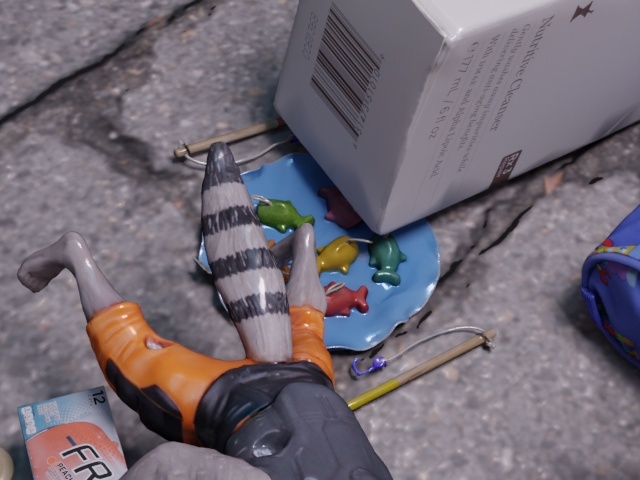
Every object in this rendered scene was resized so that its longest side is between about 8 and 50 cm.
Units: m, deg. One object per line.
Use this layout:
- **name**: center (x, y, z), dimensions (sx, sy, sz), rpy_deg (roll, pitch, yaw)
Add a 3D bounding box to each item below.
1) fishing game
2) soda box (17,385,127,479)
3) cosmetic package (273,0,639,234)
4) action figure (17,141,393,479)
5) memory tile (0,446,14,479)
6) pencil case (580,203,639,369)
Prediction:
- **fishing game**: center (0.000, 0.000, 0.886), dimensions (0.189, 0.041, 0.264), rpy_deg (-19, 60, -22)
- **soda box**: center (-0.138, 0.185, 0.724), dimensions (0.058, 0.063, 0.183), rpy_deg (-13, 58, -16)
- **cosmetic package**: center (0.173, -0.179, 0.906), dimensions (0.385, 0.217, 0.156), rpy_deg (-23, 62, -26)
- **action figure**: center (-0.067, 0.111, 0.657), dimensions (0.341, 0.178, 0.330), rpy_deg (8, 41, -40)
- **memory tile**: center (-0.283, 0.149, 0.760), dimensions (0.148, 0.012, 0.113), rpy_deg (29, 57, 13)
- **pencil case**: center (0.316, -0.025, 0.895), dimensions (0.133, 0.119, 0.306), rpy_deg (10, 44, 48)
